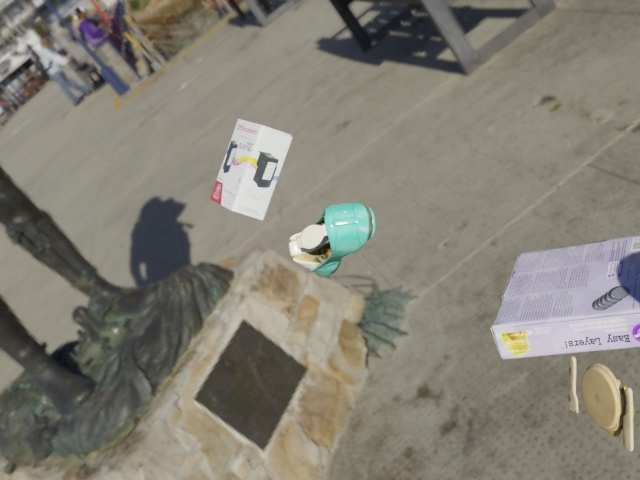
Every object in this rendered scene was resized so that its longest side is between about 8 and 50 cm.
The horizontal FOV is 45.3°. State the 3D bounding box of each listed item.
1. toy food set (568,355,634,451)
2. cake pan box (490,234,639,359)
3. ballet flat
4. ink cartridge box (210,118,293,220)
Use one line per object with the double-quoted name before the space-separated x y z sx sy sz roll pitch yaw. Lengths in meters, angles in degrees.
"toy food set" 0.517 0.286 1.386 0.038 0.132 0.192 -8 13 -13
"cake pan box" 0.417 0.080 1.209 0.245 0.070 0.267 -10 22 28
"ballet flat" 0.000 0.000 1.137 0.087 0.083 0.247 -2 -15 -18
"ink cartridge box" -0.138 -0.142 1.503 0.127 0.072 0.175 26 98 58
